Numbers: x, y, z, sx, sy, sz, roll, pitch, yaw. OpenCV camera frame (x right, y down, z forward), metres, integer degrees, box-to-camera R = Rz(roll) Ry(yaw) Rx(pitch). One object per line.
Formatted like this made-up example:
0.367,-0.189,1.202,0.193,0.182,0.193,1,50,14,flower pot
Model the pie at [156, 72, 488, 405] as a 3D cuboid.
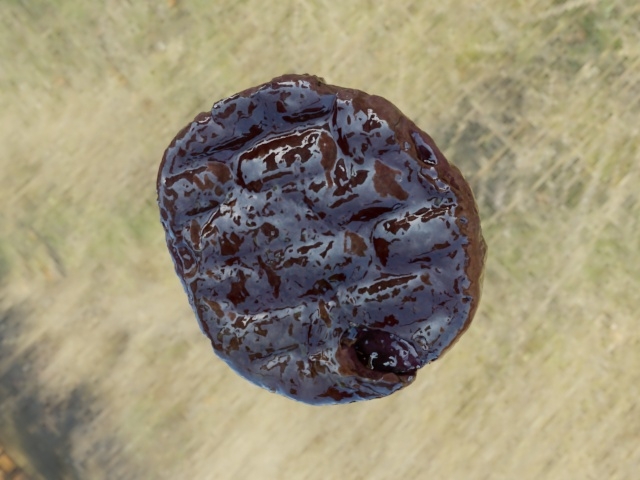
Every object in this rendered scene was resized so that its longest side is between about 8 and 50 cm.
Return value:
0.000,0.000,0.575,0.153,0.153,0.038,45,-158,3,pie
